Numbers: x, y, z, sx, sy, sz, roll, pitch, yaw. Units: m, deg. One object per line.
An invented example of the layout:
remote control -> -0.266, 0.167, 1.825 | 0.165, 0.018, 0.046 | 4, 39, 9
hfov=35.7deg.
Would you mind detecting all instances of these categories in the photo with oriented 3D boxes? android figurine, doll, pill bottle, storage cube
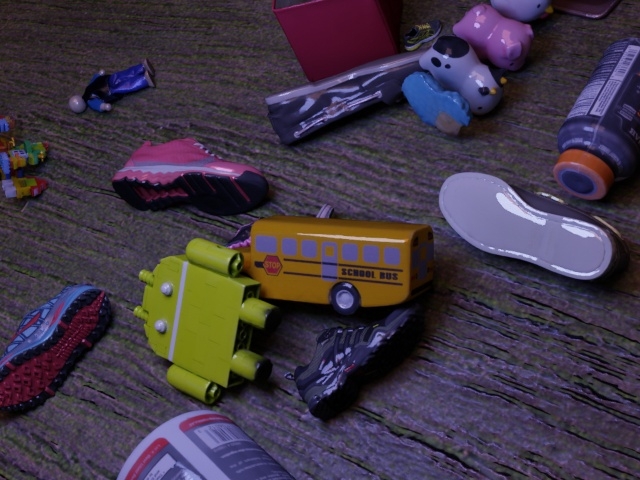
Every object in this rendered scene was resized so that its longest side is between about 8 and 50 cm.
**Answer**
android figurine -> -0.185, 0.120, 1.545 | 0.272, 0.056, 0.248 | 21, 106, 31
doll -> -0.434, -0.310, 2.048 | 0.189, 0.046, 0.129 | -20, 49, 9
pill bottle -> 0.446, -0.180, 1.518 | 0.130, 0.130, 0.246 | 19, 66, 33
pill bottle -> -0.089, 0.397, 1.272 | 0.210, 0.210, 0.363 | -46, 51, -13
storage cube -> 0.036, -0.437, 1.843 | 0.214, 0.193, 0.184 | -9, 53, 18

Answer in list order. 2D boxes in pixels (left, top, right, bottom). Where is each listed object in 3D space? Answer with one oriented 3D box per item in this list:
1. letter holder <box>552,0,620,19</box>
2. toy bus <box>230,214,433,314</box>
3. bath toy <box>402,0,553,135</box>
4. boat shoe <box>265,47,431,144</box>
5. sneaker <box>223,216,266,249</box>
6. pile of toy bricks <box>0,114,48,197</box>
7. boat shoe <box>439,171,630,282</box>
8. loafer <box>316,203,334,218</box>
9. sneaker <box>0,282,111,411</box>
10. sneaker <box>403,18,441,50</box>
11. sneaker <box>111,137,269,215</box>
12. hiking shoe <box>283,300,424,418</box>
letter holder -> 0.424, -0.547, 1.786 | 0.301, 0.152, 0.214 | 32, 75, 37
toy bus -> 0.001, 0.034, 1.530 | 0.332, 0.108, 0.130 | 4, 102, 26
bath toy -> 0.294, -0.336, 1.693 | 0.348, 0.151, 0.129 | -52, 22, -21
boat shoe -> 0.069, -0.259, 1.779 | 0.335, 0.096, 0.112 | -15, 15, 8
sneaker -> -0.129, -0.001, 1.695 | 0.119, 0.047, 0.057 | -31, 42, -10
pile of toy bricks -> -0.597, -0.177, 1.998 | 0.105, 0.118, 0.212 | -9, 34, -24
boat shoe -> 0.314, -0.021, 1.485 | 0.305, 0.091, 0.109 | 27, 106, 38
loafer -> 0.000, 0.000, 1.641 | 0.039, 0.045, 0.125 | 21, 72, 15
sneaker -> -0.471, 0.179, 1.691 | 0.262, 0.104, 0.125 | -45, 34, -17
sneaker -> 0.189, -0.385, 1.841 | 0.083, 0.035, 0.031 | -39, 51, -7
sneaker -> -0.228, -0.134, 1.786 | 0.313, 0.116, 0.136 | 4, 56, 26
hiking shoe -> 0.049, 0.153, 1.473 | 0.227, 0.086, 0.114 | -39, 53, -7
